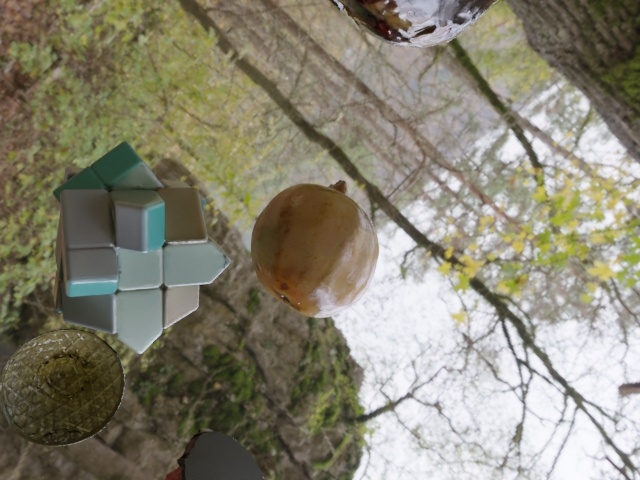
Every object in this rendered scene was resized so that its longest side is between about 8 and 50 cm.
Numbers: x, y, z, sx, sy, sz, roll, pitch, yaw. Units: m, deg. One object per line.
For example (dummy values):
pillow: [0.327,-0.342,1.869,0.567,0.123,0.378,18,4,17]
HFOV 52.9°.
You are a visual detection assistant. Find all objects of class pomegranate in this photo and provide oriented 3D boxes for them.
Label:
pomegranate: [-0.006,0.014,0.993,0.207,0.207,0.207,-46,-175,5]

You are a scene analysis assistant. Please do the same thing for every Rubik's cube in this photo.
Rubik's cube: [-0.246,0.004,0.870,0.213,0.224,0.265,34,-64,61]

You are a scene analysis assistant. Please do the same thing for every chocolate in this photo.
chocolate: [-0.114,0.223,0.505,0.133,0.124,0.127,-37,-129,32]

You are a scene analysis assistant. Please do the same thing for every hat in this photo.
hat: [-0.325,0.176,0.810,0.146,0.146,0.067,-48,-159,-13]

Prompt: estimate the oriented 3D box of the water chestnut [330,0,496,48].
water chestnut: [0.078,-0.348,0.622,0.300,0.300,0.300,-46,-175,5]
